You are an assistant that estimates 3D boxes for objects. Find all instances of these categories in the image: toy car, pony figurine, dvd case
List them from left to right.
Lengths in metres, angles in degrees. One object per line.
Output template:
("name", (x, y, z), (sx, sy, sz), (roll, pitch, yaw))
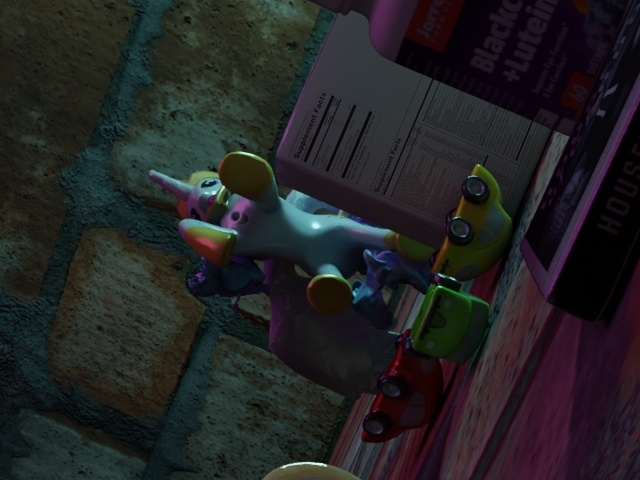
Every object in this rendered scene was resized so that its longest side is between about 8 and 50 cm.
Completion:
("pony figurine", (0.000, 0.000, 1.807), (0.363, 0.351, 0.303), (-161, 92, -77))
("toy car", (0.095, 0.060, 1.305), (0.225, 0.053, 0.239), (-45, -23, -87))
("dvd case", (0.146, -0.060, 0.816), (0.238, 0.029, 0.179), (-58, -8, -84))

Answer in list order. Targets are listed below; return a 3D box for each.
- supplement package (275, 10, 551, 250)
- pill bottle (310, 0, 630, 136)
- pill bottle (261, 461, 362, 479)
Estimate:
("supplement package", (0.082, -0.088, 1.516), (0.194, 0.203, 0.149), (103, -170, -85))
("pill bottle", (0.093, -0.138, 0.989), (0.108, 0.193, 0.108), (23, -90, -88))
("pill bottle", (-0.033, 0.246, 1.071), (0.130, 0.130, 0.245), (-65, -2, -52))
